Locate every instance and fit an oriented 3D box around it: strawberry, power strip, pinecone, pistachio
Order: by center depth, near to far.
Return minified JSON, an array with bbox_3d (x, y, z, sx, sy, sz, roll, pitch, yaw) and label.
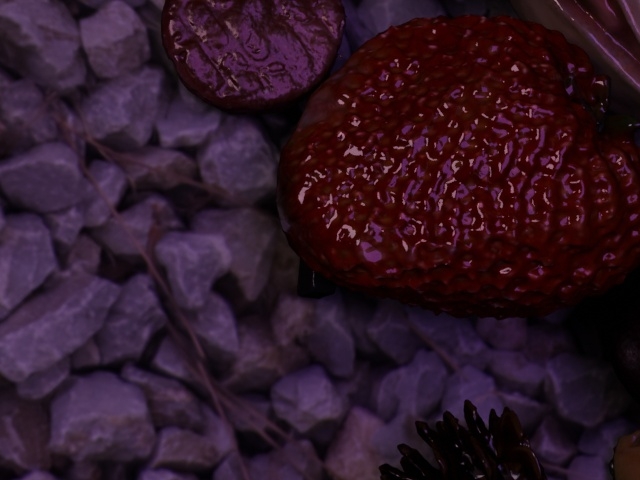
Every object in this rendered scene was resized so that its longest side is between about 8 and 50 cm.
[{"bbox_3d":[0.132,0.257,1.763,0.208,0.208,0.207,4,79,-24],"label":"pinecone"},{"bbox_3d":[0.120,-0.059,1.783,0.351,0.267,0.312,-13,64,-20],"label":"strawberry"},{"bbox_3d":[0.000,0.000,1.828,0.029,0.038,0.111,9,78,-24],"label":"power strip"},{"bbox_3d":[0.315,-0.241,1.907,0.309,0.230,0.230,46,66,-14],"label":"pistachio"}]

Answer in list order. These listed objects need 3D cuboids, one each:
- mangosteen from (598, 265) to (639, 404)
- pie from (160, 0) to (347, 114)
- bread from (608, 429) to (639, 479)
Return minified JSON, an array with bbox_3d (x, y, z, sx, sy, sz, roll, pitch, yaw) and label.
[{"bbox_3d":[0.410,0.042,1.871,0.297,0.297,0.293,-35,97,-25],"label":"mangosteen"},{"bbox_3d":[-0.066,-0.208,1.816,0.182,0.049,0.182,2,79,-12],"label":"pie"},{"bbox_3d":[0.424,0.286,1.916,0.174,0.133,0.251,-25,91,-33],"label":"bread"}]
